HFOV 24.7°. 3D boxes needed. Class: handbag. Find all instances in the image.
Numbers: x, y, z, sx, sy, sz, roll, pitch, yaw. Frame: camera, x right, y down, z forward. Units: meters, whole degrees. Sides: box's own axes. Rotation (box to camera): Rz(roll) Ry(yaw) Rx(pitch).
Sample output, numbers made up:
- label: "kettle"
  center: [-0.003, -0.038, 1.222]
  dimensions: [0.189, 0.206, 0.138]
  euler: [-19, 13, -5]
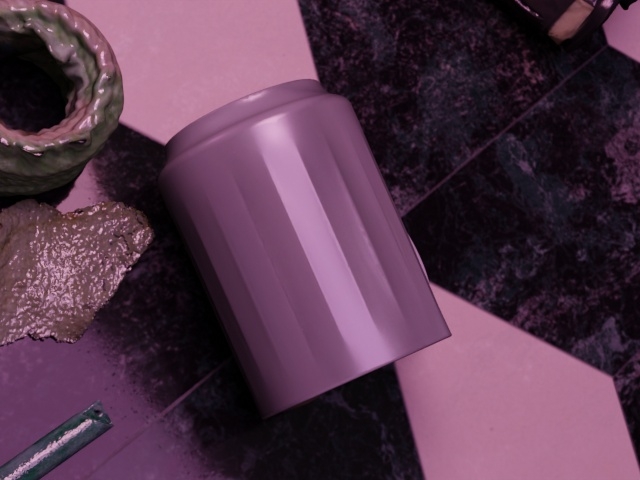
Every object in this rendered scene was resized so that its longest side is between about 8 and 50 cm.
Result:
- label: "handbag"
  center: [0.350, -0.378, 1.941]
  dimensions: [0.181, 0.181, 0.254]
  euler: [38, 65, 0]

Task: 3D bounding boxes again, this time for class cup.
- label: "cup"
  center: [0.000, 0.000, 1.669]
  dimensions: [0.323, 0.237, 0.326]
  euler: [-14, 78, -55]

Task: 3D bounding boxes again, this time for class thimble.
- label: "thimble"
  center: [-0.331, -0.164, 1.610]
  dimensions: [0.219, 0.150, 0.219]
  euler: [6, 73, -21]

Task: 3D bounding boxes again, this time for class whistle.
- label: "whistle"
  center: [-0.303, 0.236, 1.562]
  dimensions: [0.186, 0.039, 0.039]
  euler: [-35, 89, -28]

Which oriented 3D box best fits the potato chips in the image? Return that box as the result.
- label: "potato chips"
  center: [-0.293, 0.032, 1.619]
  dimensions: [0.228, 0.059, 0.167]
  euler: [-8, 84, -29]
